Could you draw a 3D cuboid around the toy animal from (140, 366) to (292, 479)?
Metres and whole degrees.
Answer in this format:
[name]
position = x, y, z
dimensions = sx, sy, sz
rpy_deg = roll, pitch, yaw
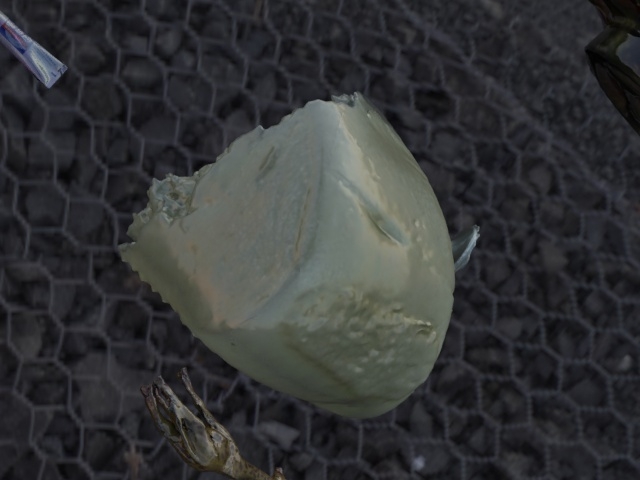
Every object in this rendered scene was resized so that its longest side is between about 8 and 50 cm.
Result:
[toy animal]
position = -0.129, 0.265, 1.781
dimensions = 0.054, 0.149, 0.275
rpy_deg = -42, 107, 13

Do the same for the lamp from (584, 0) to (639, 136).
[lamp]
position = 0.266, -0.142, 0.706
dimensions = 0.257, 0.303, 0.303
rpy_deg = -42, 74, 0

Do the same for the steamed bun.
[steamed bun]
position = 0.000, 0.000, 1.326
dimensions = 0.290, 0.272, 0.273
rpy_deg = 21, 19, -48

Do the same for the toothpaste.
[toothpaste]
position = -0.375, -0.250, 1.642
dimensions = 0.170, 0.028, 0.045
rpy_deg = 42, 47, -13

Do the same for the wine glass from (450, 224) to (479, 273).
[wine glass]
position = 0.103, -0.043, 1.926
dimensions = 0.232, 0.156, 0.156
rpy_deg = 40, 60, -11
